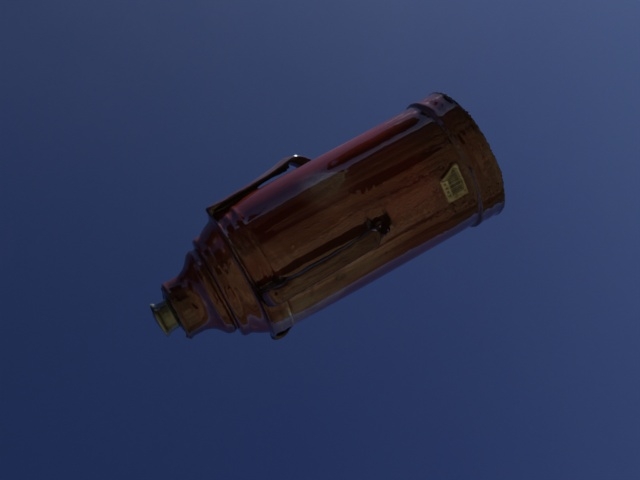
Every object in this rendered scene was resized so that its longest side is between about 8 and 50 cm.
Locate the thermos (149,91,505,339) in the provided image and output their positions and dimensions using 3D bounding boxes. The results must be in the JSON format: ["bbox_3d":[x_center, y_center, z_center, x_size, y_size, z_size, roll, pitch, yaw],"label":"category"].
[{"bbox_3d":[-0.001,-0.003,0.539,0.232,0.124,0.099,-29,-71,-11],"label":"thermos"}]
